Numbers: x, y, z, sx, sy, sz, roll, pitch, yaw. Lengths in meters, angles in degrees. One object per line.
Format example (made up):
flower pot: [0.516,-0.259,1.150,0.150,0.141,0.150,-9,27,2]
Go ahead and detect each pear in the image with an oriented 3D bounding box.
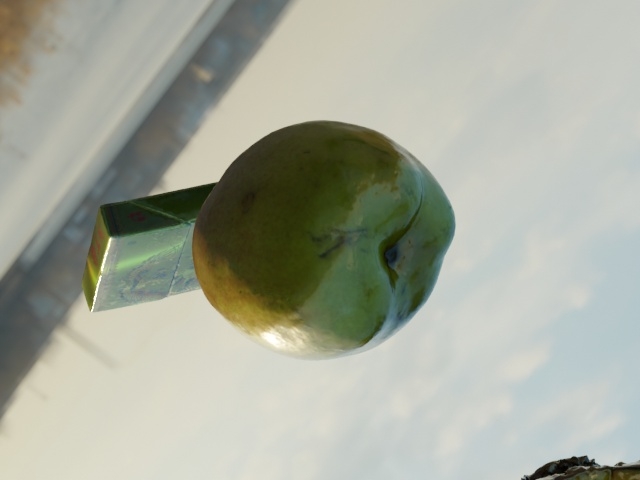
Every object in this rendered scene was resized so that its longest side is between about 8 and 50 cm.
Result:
pear: [0.000,0.000,1.450,0.200,0.200,0.200,-52,-174,8]

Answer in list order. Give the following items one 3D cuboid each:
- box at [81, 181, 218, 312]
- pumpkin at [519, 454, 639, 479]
box: [-0.078,-0.011,1.878,0.311,0.043,0.173,-13,157,-20]
pumpkin: [0.228,0.234,1.618,0.290,0.258,0.095,98,-13,-80]
